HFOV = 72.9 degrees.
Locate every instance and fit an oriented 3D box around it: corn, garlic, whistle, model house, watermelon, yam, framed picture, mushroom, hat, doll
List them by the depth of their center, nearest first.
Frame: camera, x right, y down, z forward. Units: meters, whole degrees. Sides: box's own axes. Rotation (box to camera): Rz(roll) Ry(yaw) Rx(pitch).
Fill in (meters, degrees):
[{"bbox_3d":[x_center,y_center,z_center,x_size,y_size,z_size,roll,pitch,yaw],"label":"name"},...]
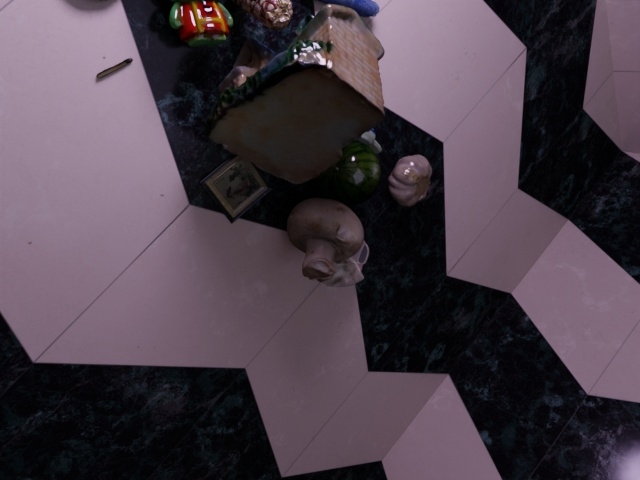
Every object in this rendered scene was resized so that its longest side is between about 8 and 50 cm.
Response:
[{"bbox_3d":[-0.339,-0.706,1.135,0.182,0.160,0.363,-19,117,-30],"label":"doll"},{"bbox_3d":[-0.556,-0.467,1.172,0.107,0.014,0.014,-37,126,-18],"label":"yam"},{"bbox_3d":[-0.176,-0.664,1.205,0.092,0.280,0.092,-28,142,-25],"label":"corn"},{"bbox_3d":[-0.067,-0.474,1.291,0.395,0.445,0.400,24,55,-35],"label":"model house"},{"bbox_3d":[0.068,-0.811,1.450,0.304,0.062,0.062,-1,110,-35],"label":"whistle"},{"bbox_3d":[-0.287,-0.189,1.487,0.195,0.010,0.199,-43,128,-14],"label":"framed picture"},{"bbox_3d":[0.000,0.000,1.577,0.297,0.297,0.290,45,56,-39],"label":"mushroom"},{"bbox_3d":[0.106,-0.248,1.601,0.242,0.242,0.242,-15,117,-31],"label":"watermelon"},{"bbox_3d":[0.152,-0.409,1.657,0.244,0.110,0.092,29,56,-38],"label":"whistle"},{"bbox_3d":[0.083,0.068,1.825,0.219,0.164,0.226,26,53,-36],"label":"hat"},{"bbox_3d":[0.379,-0.262,1.846,0.228,0.152,0.228,-30,131,-41],"label":"garlic"}]
